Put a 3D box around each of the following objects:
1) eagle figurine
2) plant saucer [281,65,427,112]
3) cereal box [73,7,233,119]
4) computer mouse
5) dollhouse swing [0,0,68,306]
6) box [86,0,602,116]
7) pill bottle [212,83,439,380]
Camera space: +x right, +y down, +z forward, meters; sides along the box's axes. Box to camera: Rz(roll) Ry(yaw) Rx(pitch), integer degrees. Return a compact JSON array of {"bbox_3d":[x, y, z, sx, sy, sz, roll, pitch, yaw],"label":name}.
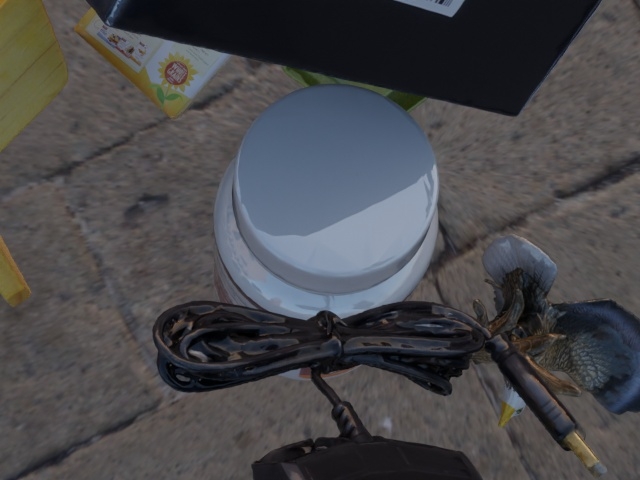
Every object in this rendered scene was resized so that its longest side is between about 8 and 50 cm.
[{"bbox_3d":[0.276,0.131,1.706,0.225,0.298,0.226,-42,65,28],"label":"eagle figurine"},{"bbox_3d":[0.075,-0.250,1.875,0.188,0.045,0.188,32,129,-31],"label":"plant saucer"},{"bbox_3d":[-0.166,-0.295,1.717,0.173,0.047,0.240,43,101,-1],"label":"cereal box"},{"bbox_3d":[0.053,0.117,0.535,0.262,0.184,0.060,49,128,41],"label":"computer mouse"},{"bbox_3d":[-0.380,-0.158,1.638,0.315,0.347,0.305,-45,125,-1],"label":"dollhouse swing"},{"bbox_3d":[-0.034,-0.376,1.137,0.297,0.480,0.472,-56,53,25],"label":"box"},{"bbox_3d":[0.000,0.000,1.423,0.224,0.392,0.224,1,73,-5],"label":"pill bottle"}]
